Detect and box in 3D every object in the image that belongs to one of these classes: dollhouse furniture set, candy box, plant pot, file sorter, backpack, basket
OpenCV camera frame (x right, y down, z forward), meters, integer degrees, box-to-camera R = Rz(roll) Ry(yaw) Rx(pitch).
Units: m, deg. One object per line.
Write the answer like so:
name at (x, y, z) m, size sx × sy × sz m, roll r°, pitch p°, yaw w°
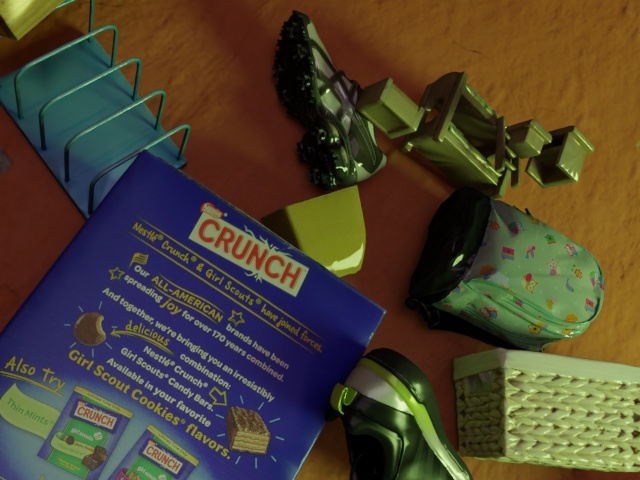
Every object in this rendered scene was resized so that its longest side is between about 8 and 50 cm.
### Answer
dollhouse furniture set at (0.165, -0.139, 0.833) m, size 0.182 × 0.161 × 0.101 m, roll 37°, pitch 63°, yaw -28°
candy box at (-0.134, 0.128, 0.704) m, size 0.268 × 0.122 × 0.317 m, roll 34°, pitch 67°, yaw -4°
plant pot at (0.000, 0.000, 0.814) m, size 0.081 × 0.081 × 0.083 m, roll -19°, pitch 91°, yaw -22°
file sorter at (-0.218, -0.129, 0.773) m, size 0.118 × 0.104 × 0.170 m, roll -35°, pitch 85°, yaw -25°
backpack at (0.196, 0.041, 0.840) m, size 0.182 × 0.115 × 0.152 m, roll 30°, pitch 64°, yaw -9°
basket at (0.226, 0.172, 0.808) m, size 0.167 × 0.113 × 0.103 m, roll 10°, pitch 74°, yaw -14°

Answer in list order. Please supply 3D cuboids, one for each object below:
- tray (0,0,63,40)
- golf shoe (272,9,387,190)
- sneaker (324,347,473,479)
tray at (-0.232, -0.369, 0.806) m, size 0.202 × 0.076 × 0.411 m, roll 21°, pitch 61°, yaw 33°
golf shoe at (0.011, -0.152, 0.876) m, size 0.093 × 0.077 × 0.198 m, roll -11°, pitch 83°, yaw -31°
sneaker at (0.062, 0.196, 0.721) m, size 0.097 × 0.084 × 0.235 m, roll -41°, pitch 123°, yaw -24°
